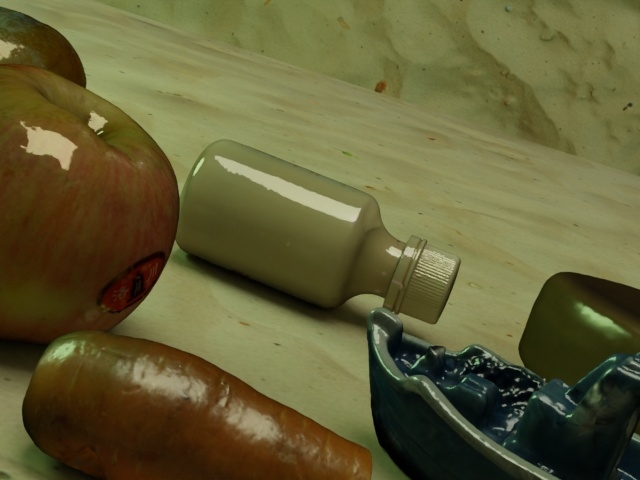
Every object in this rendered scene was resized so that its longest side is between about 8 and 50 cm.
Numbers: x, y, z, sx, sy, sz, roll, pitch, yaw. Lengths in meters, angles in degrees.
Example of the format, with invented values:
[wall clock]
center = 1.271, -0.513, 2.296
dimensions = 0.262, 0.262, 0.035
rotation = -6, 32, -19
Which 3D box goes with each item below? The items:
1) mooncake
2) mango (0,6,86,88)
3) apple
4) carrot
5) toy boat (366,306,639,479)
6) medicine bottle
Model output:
[mooncake]
center = 0.282, 0.114, 0.960
dimensions = 0.235, 0.117, 0.235
rotation = 16, 14, -4
[mango]
center = -0.368, -0.140, 1.029
dimensions = 0.316, 0.146, 0.193
rotation = -12, 30, -36
[apple]
center = -0.195, -0.020, 0.769
dimensions = 0.209, 0.164, 0.209
rotation = 29, 16, -9
[carrot]
center = -0.066, 0.108, 0.625
dimensions = 0.193, 0.087, 0.087
rotation = 19, 15, 1
[toy boat]
center = 0.158, 0.126, 0.727
dimensions = 0.309, 0.142, 0.129
rotation = 27, 19, 23
[medicine bottle]
center = 0.000, 0.000, 1.018
dimensions = 0.252, 0.114, 0.114
rotation = 21, 15, 9
